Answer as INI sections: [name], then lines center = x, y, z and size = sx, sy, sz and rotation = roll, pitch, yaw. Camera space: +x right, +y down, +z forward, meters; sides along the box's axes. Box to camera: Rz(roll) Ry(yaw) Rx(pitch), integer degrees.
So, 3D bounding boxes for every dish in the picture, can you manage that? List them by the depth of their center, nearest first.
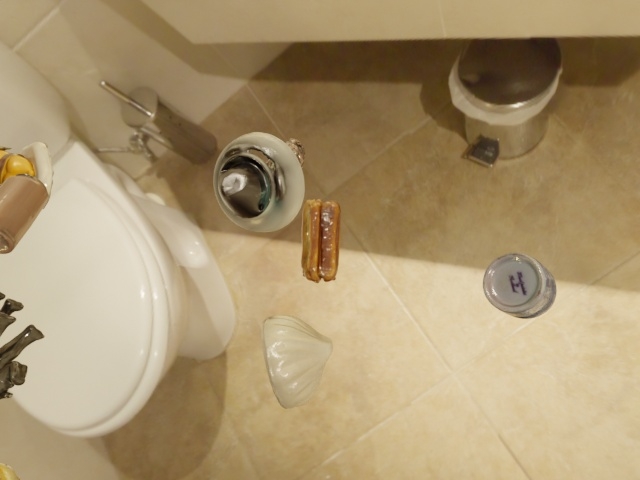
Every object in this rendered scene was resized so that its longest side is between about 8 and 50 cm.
[dish]
center = -0.100, -0.072, 0.646
size = 0.141, 0.078, 0.141
rotation = 7, 106, 25

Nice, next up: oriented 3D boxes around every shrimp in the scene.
[shrimp]
center = -0.085, -0.158, 1.043
size = 0.075, 0.073, 0.190
rotation = -21, 28, 50

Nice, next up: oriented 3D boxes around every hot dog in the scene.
[hot dog]
center = 0.000, 0.000, 1.933
size = 0.159, 0.117, 0.348
rotation = 4, 76, -11

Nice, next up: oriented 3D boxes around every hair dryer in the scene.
[hair dryer]
center = -0.494, -0.022, 0.727
size = 0.182, 0.064, 0.117
rotation = -22, 40, 28

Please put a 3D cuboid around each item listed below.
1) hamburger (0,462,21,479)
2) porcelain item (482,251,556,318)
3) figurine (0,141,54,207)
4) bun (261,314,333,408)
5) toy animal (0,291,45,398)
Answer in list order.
[hamburger]
center = -0.547, 0.421, 0.761
size = 0.141, 0.081, 0.126
rotation = -31, 45, -13
[porcelain item]
center = 0.477, 0.110, 1.161
size = 0.147, 0.114, 0.147
rotation = -15, 65, 37
[figurine]
center = -0.733, -0.165, 1.137
size = 0.250, 0.141, 0.166
rotation = 22, 98, 44
[bun]
center = -0.048, 0.315, 1.334
size = 0.175, 0.263, 0.262
rotation = -17, 74, 4
[toy animal]
center = -0.481, 0.167, 0.695
size = 0.146, 0.114, 0.245
rotation = -48, 33, -18
